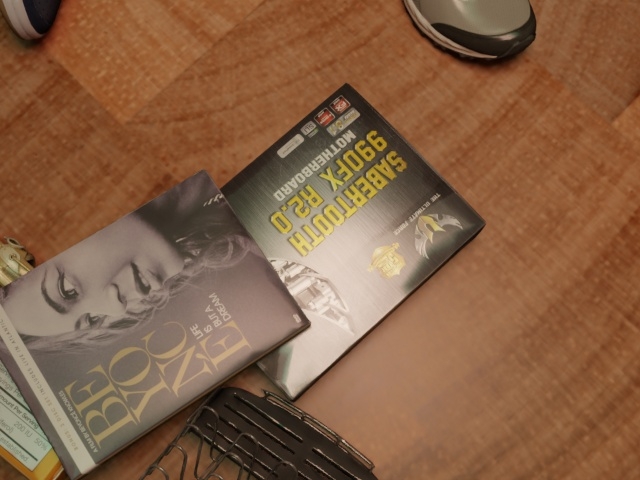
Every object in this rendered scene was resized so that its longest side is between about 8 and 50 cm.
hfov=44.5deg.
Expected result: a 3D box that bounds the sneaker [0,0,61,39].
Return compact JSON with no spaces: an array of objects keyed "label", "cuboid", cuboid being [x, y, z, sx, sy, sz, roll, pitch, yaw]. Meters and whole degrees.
[{"label":"sneaker","cuboid":[-0.229,-0.330,0.761,0.153,0.099,0.282,-2,73,2]}]

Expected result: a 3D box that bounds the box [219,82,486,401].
[{"label":"box","cuboid":[0.000,0.000,0.699,0.231,0.056,0.183,-41,79,-8]}]

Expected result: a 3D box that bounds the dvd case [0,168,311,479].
[{"label":"dvd case","cuboid":[-0.144,0.062,0.636,0.221,0.018,0.164,-33,78,-12]}]

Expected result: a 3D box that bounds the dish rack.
[{"label":"dish rack","cuboid":[-0.055,0.215,0.570,0.208,0.074,0.271,34,39,9]}]

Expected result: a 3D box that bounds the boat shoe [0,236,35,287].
[{"label":"boat shoe","cuboid":[-0.254,0.036,0.695,0.153,0.056,0.048,44,71,9]}]

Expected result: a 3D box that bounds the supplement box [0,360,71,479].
[{"label":"supplement box","cuboid":[-0.287,0.112,0.664,0.233,0.078,0.080,38,76,8]}]

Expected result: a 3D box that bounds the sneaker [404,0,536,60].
[{"label":"sneaker","cuboid":[0.112,-0.288,0.744,0.100,0.108,0.271,-31,79,-9]}]
